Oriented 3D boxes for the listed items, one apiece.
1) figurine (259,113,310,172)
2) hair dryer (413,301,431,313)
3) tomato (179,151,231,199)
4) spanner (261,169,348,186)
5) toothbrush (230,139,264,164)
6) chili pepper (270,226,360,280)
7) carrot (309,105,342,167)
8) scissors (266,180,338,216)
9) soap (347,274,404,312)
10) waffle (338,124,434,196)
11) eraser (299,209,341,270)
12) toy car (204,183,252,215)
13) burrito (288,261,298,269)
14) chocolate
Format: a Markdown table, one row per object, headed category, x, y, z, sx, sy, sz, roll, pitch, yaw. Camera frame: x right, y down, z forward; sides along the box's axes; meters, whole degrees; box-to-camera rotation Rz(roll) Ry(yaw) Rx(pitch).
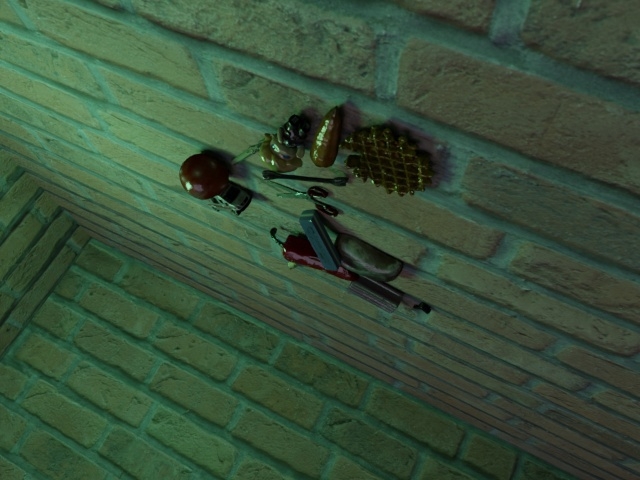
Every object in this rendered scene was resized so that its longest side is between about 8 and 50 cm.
| category | x | y | z | sx | sy | sz | roll | pitch | yaw |
| --- | --- | --- | --- | --- | --- | --- | --- | --- | --- |
| figurine | -0.085 | -0.249 | 1.408 | 0.114 | 0.108 | 0.196 | 18 | 156 | -20 |
| hair dryer | 0.381 | 0.255 | 2.068 | 0.047 | 0.026 | 0.083 | 40 | 164 | -21 |
| tomato | -0.389 | -0.209 | 1.813 | 0.167 | 0.167 | 0.167 | 25 | 159 | 11 |
| spanner | -0.040 | -0.168 | 1.470 | 0.254 | 0.015 | 0.054 | 3 | 166 | -22 |
| toothbrush | -0.220 | -0.265 | 1.645 | 0.026 | 0.028 | 0.294 | 39 | 162 | -20 |
| chili pepper | -0.029 | 0.057 | 2.017 | 0.387 | 0.110 | 0.110 | 21 | 158 | 13 |
| carrot | 0.023 | -0.257 | 1.306 | 0.072 | 0.072 | 0.205 | 28 | 154 | 2 |
| scissors | -0.063 | -0.142 | 1.734 | 0.248 | 0.017 | 0.144 | 17 | 155 | 32 |
| soap | 0.211 | 0.200 | 2.091 | 0.203 | 0.065 | 0.122 | 28 | 159 | 2 |
| waffle | 0.159 | -0.188 | 1.301 | 0.229 | 0.051 | 0.231 | 37 | 157 | -20 |
| eraser | 0.000 | 0.000 | 1.840 | 0.082 | 0.036 | 0.225 | 3 | 126 | 55 |
| toy car | -0.342 | -0.161 | 1.947 | 0.210 | 0.089 | 0.108 | 13 | 148 | 44 |
| burrito | -0.102 | 0.086 | 2.272 | 0.185 | 0.041 | 0.045 | 139 | 113 | -69 |
| chocolate | 0.152 | 0.078 | 1.871 | 0.254 | 0.080 | 0.157 | 27 | 159 | 5 |
